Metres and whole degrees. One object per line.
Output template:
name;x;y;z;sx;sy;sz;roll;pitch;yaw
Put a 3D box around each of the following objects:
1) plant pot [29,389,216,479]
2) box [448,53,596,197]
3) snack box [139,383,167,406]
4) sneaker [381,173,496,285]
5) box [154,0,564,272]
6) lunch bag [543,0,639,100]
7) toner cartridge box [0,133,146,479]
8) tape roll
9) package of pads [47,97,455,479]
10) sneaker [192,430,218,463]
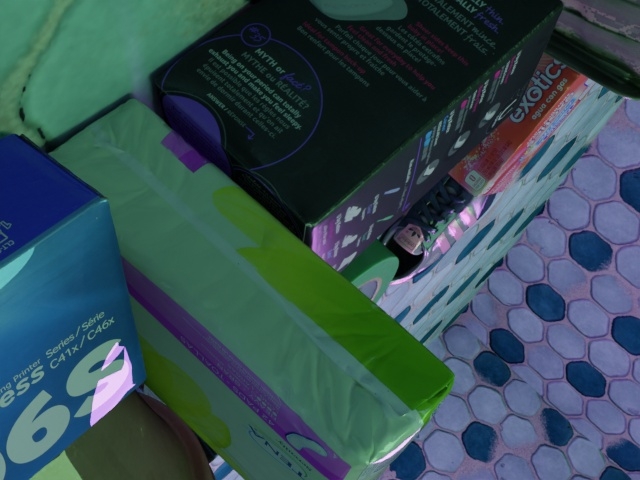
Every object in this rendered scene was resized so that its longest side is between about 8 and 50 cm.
plant pot;-0.220;0.185;0.643;0.263;0.263;0.229;-38;145;-30
box;0.261;-0.214;1.055;0.300;0.142;0.154;-53;163;21
snack box;-0.122;0.109;0.971;0.174;0.070;0.207;-36;162;-30
sneaker;0.191;-0.036;1.370;0.131;0.112;0.319;-33;158;-49
box;0.030;-0.114;0.650;0.270;0.165;0.143;-41;163;-18
lunch bag;0.242;-0.251;0.740;0.169;0.235;0.287;-51;164;-4
toner cartridge box;-0.240;0.110;0.370;0.348;0.075;0.165;-41;151;-31
tape roll;-0.013;0.120;1.288;0.321;0.077;0.321;-42;163;-16
package of pads;-0.066;0.071;0.610;0.101;0.296;0.229;-41;164;-27
sneaker;-0.102;0.184;0.934;0.081;0.080;0.211;-22;156;-42
